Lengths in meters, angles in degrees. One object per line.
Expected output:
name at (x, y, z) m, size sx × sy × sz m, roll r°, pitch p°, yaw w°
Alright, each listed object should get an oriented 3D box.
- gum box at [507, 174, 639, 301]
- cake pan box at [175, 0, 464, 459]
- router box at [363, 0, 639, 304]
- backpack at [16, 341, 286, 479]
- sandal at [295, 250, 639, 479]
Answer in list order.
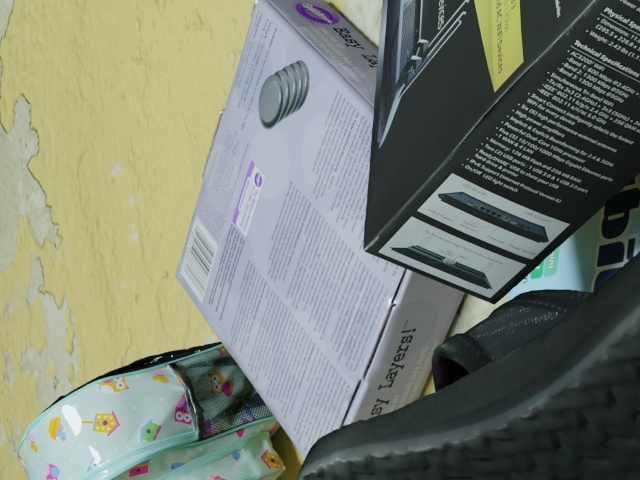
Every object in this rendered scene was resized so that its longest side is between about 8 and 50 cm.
gum box at (0.171, -0.026, 0.710) m, size 0.184 × 0.041 × 0.157 m, roll -16°, pitch 59°, yaw 61°
cake pan box at (0.000, 0.000, 0.995) m, size 0.246 × 0.070 × 0.267 m, roll 50°, pitch 131°, yaw 43°
router box at (0.120, -0.161, 0.685) m, size 0.243 × 0.081 × 0.309 m, roll -49°, pitch 26°, yaw 45°
backpack at (-0.132, 0.168, 1.092) m, size 0.166 × 0.188 × 0.144 m, roll -46°, pitch 57°, yaw 46°
sandal at (0.138, 0.080, 0.650) m, size 0.446 × 0.167 × 0.107 m, roll -40°, pitch 18°, yaw 52°
